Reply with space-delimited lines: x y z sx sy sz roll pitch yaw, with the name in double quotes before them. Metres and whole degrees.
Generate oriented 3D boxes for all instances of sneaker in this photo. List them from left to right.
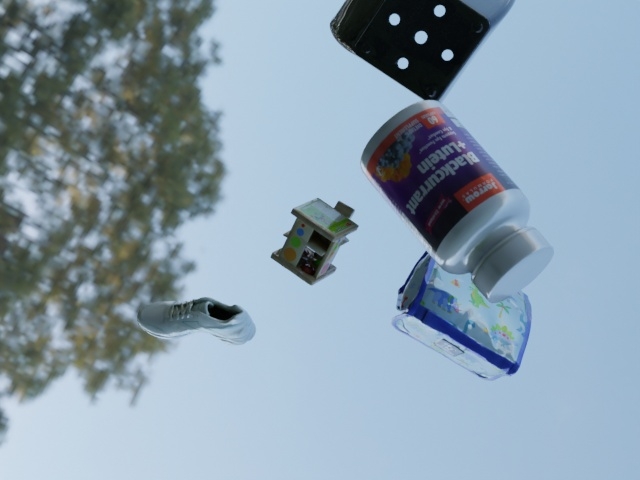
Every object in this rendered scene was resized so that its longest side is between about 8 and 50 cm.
"sneaker" -0.159 0.092 1.475 0.152 0.061 0.053 3 -123 8

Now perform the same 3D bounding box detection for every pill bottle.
"pill bottle" 0.135 -0.036 1.140 0.108 0.108 0.193 -46 -114 17

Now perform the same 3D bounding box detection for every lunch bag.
"lunch bag" 0.148 0.078 1.220 0.096 0.129 0.151 -59 -177 15

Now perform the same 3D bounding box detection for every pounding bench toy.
"pounding bench toy" 0.000 0.000 1.148 0.052 0.083 0.065 34 -63 16

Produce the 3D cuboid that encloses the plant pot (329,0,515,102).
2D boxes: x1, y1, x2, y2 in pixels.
"plant pot" 0.131 -0.279 1.498 0.188 0.187 0.167 -54 -171 21
